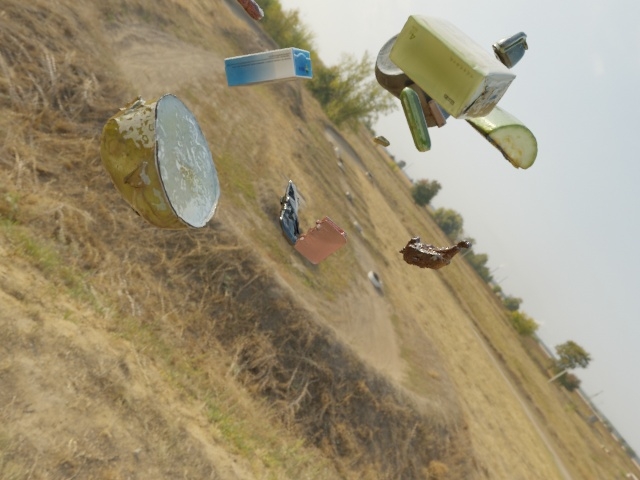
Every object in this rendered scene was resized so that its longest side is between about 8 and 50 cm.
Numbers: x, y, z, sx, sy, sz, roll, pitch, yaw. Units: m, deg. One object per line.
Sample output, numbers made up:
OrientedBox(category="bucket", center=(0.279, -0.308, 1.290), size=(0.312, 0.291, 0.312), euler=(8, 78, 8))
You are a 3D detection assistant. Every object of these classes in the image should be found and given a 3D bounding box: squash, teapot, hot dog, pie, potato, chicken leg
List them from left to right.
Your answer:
OrientedBox(category="potato", center=(-0.363, -0.144, 1.000), size=(0.246, 0.196, 0.300), euler=(31, 45, -66))
OrientedBox(category="pie", center=(-0.316, -0.998, 1.877), size=(0.204, 0.054, 0.219), euler=(46, 13, -22))
OrientedBox(category="hot dog", center=(0.257, -0.423, 1.919), size=(0.090, 0.030, 0.034), euler=(12, 71, -40))
OrientedBox(category="squash", center=(0.325, -0.411, 1.555), size=(0.066, 0.066, 0.229), euler=(-4, 78, -74))
OrientedBox(category="teapot", center=(0.384, -0.592, 1.736), size=(0.344, 0.253, 0.300), euler=(34, 33, -51))
OrientedBox(category="chicken leg", center=(0.306, 0.036, 1.247), size=(0.048, 0.219, 0.090), euler=(-7, 98, -42))
OrientedBox(category="squash", center=(0.473, -0.311, 1.234), size=(0.169, 0.093, 0.252), euler=(32, 23, -25))
OrientedBox(category="teapot", center=(0.677, -0.693, 1.625), size=(0.149, 0.108, 0.111), euler=(35, 29, -47))

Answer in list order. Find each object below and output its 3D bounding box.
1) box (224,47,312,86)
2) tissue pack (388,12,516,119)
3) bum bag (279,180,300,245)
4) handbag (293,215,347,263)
OrientedBox(category="box", center=(-0.136, -0.456, 1.210), size=(0.139, 0.194, 0.073), euler=(-45, 131, -66))
OrientedBox(category="tissue pack", center=(0.293, -0.387, 1.020), size=(0.159, 0.125, 0.234), euler=(-20, 61, -42))
OrientedBox(category="bum bag", center=(-0.110, -0.103, 1.634), size=(0.248, 0.059, 0.123), euler=(-91, 164, -46))
OrientedBox(category="handbag", center=(0.000, 0.000, 2.045), size=(0.157, 0.212, 0.059), euler=(40, 30, -22))
